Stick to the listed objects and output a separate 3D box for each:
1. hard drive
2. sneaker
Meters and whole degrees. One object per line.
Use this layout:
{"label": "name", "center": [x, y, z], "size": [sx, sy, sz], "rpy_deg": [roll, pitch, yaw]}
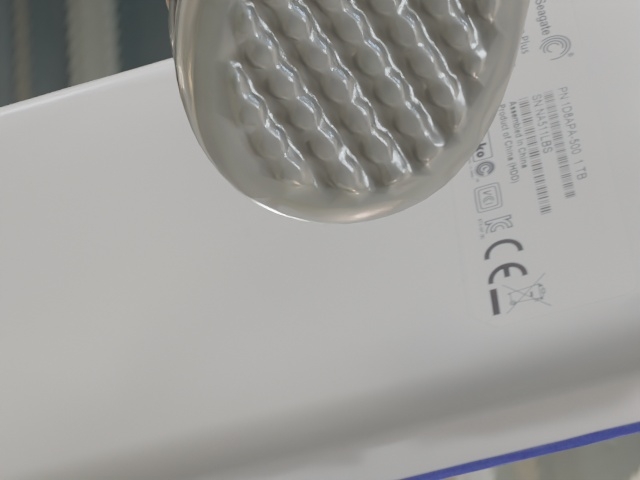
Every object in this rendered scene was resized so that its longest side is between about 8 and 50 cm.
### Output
{"label": "hard drive", "center": [0.000, 0.000, 0.671], "size": [0.319, 0.040, 0.210], "rpy_deg": [-15, -136, 11]}
{"label": "sneaker", "center": [0.030, -0.172, 0.505], "size": [0.127, 0.126, 0.321], "rpy_deg": [-113, -138, -63]}
